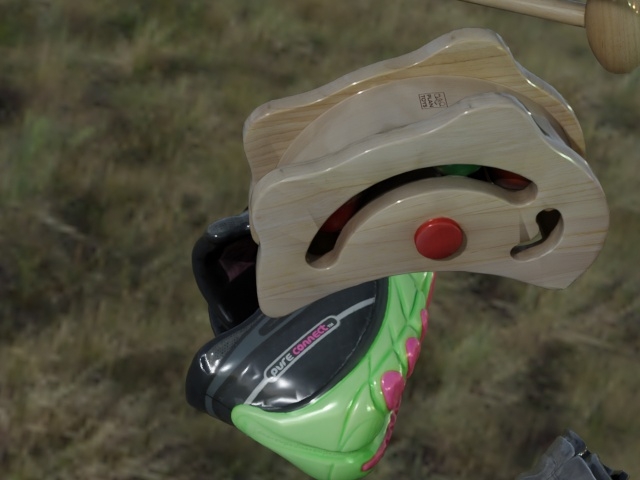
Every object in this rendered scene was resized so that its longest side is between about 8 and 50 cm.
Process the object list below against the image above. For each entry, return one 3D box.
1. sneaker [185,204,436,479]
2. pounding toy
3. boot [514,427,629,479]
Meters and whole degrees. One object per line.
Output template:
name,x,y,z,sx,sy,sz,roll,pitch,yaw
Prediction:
sneaker,0.000,0.000,1.422,0.202,0.185,0.483,17,32,-1
pounding toy,0.078,-0.059,0.996,0.269,0.154,0.155,-20,42,10
boot,0.154,0.265,1.215,0.118,0.223,0.338,46,11,-20
